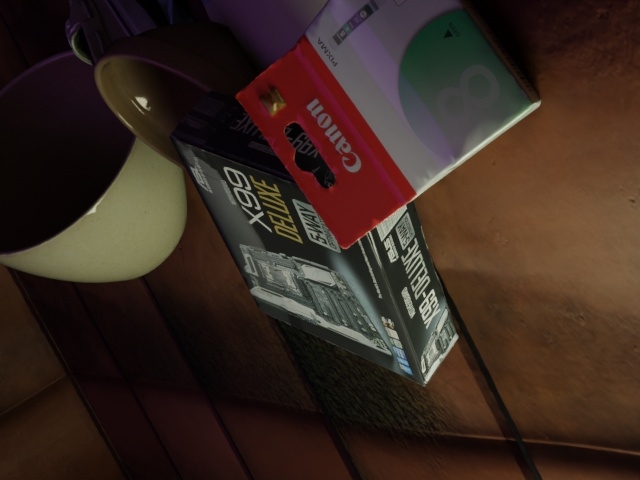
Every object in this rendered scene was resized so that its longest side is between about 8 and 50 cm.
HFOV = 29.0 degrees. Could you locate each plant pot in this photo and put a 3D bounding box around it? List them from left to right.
[{"bbox_3d":[-0.127,-0.169,1.399,0.237,0.109,0.237,27,158,12],"label":"plant pot"}]

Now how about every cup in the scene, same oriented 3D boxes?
[{"bbox_3d":[-0.323,-0.069,1.750,0.331,0.331,0.237,36,173,41],"label":"cup"}]

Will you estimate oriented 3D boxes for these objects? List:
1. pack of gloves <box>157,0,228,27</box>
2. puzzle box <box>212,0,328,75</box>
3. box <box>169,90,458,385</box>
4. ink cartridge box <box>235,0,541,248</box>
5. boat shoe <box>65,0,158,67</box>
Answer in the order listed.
[{"bbox_3d":[-0.169,-0.287,1.467,0.232,0.046,0.195,62,157,-8],"label":"pack of gloves"},{"bbox_3d":[-0.007,-0.226,1.217,0.409,0.052,0.272,57,156,3],"label":"puzzle box"},{"bbox_3d":[0.000,0.000,1.297,0.242,0.076,0.307,22,152,32],"label":"box"},{"bbox_3d":[0.048,-0.123,1.062,0.181,0.225,0.056,55,-162,6],"label":"ink cartridge box"},{"bbox_3d":[-0.281,-0.274,1.594,0.302,0.094,0.109,45,155,53],"label":"boat shoe"}]
